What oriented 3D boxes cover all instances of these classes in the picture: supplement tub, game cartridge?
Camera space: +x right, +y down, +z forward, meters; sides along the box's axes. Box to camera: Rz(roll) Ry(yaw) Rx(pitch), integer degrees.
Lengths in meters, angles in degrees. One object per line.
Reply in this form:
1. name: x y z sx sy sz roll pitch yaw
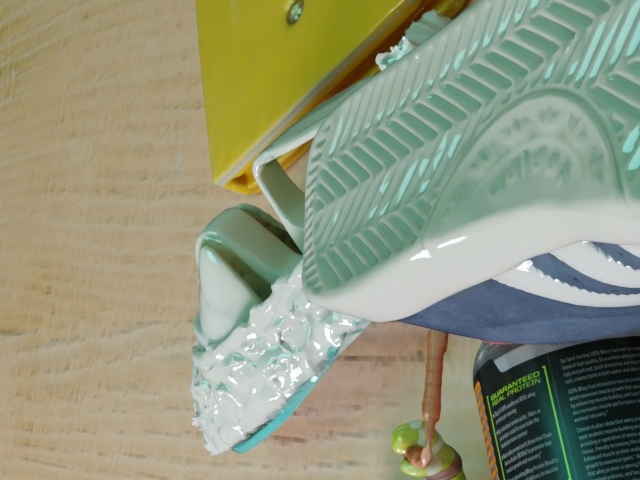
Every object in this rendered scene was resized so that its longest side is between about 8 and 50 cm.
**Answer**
1. supplement tub: 0.140 0.105 0.557 0.117 0.117 0.190 -37 51 43
2. game cartridge: -0.012 -0.243 0.954 0.285 0.053 0.323 -39 47 42

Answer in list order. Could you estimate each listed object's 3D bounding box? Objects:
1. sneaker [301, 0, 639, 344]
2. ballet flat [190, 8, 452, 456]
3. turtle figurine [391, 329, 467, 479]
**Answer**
1. sneaker: 0.133 -0.037 0.404 0.350 0.148 0.131 -18 63 59
2. ballet flat: 0.000 0.000 0.745 0.409 0.147 0.147 -46 45 43
3. turtle figurine: 0.067 0.202 0.657 0.217 0.087 0.269 -41 57 51
